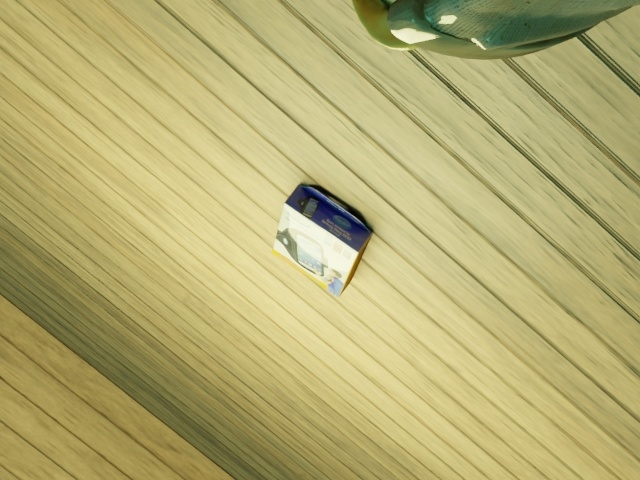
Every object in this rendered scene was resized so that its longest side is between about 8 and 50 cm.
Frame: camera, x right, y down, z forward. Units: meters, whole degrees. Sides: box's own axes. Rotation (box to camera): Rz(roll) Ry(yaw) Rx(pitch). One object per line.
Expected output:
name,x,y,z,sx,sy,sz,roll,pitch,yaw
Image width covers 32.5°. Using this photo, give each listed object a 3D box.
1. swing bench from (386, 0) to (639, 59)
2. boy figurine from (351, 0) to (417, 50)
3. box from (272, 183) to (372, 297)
swing bench,0.095,-0.182,0.352,0.255,0.165,0.253,44,154,-17
boy figurine,-0.017,-0.215,0.546,0.285,0.092,0.177,49,152,-20
box,0.000,0.000,1.015,0.081,0.028,0.136,34,159,7
